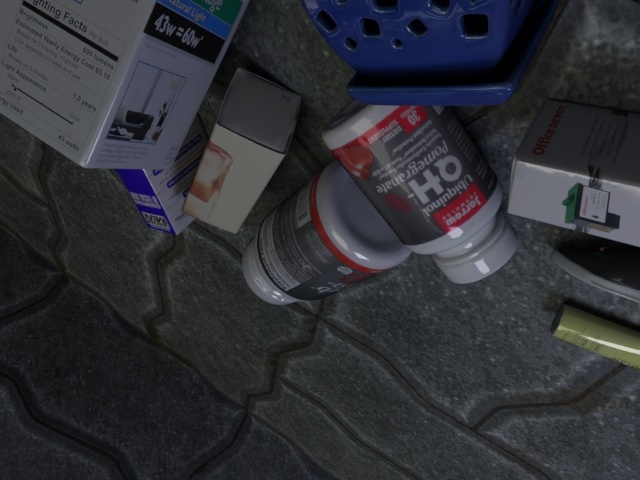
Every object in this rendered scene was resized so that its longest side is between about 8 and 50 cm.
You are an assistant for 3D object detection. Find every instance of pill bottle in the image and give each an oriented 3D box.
[{"bbox_3d":[0.000,0.000,1.007,0.210,0.210,0.363,46,144,-9],"label":"pill bottle"},{"bbox_3d":[0.162,-0.091,0.799,0.318,0.176,0.176,50,142,-16],"label":"pill bottle"}]

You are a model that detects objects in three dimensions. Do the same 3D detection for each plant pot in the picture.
[{"bbox_3d":[0.133,-0.285,0.584,0.236,0.236,0.212,9,141,34],"label":"plant pot"}]

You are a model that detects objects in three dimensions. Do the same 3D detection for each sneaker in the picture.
[{"bbox_3d":[0.475,0.020,0.732,0.296,0.105,0.146,29,106,56],"label":"sneaker"}]

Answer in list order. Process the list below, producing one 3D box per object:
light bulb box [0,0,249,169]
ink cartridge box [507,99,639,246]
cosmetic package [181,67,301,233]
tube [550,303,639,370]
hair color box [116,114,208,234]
[{"bbox_3d":[-0.346,-0.347,0.785,0.358,0.225,0.360,33,104,9],"label":"light bulb box"},{"bbox_3d":[0.365,-0.084,0.650,0.220,0.160,0.092,19,139,27],"label":"ink cartridge box"},{"bbox_3d":[-0.159,-0.157,1.001,0.129,0.153,0.296,22,145,-15],"label":"cosmetic package"},{"bbox_3d":[0.521,0.180,0.886,0.240,0.062,0.070,22,-179,14],"label":"tube"},{"bbox_3d":[-0.340,-0.201,1.104,0.110,0.185,0.338,10,135,33],"label":"hair color box"}]
